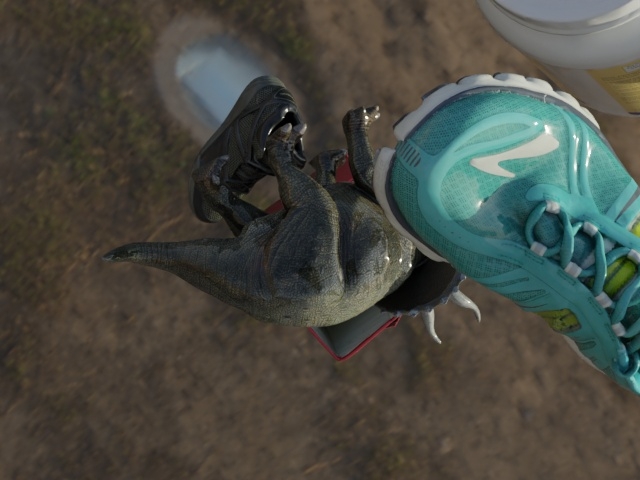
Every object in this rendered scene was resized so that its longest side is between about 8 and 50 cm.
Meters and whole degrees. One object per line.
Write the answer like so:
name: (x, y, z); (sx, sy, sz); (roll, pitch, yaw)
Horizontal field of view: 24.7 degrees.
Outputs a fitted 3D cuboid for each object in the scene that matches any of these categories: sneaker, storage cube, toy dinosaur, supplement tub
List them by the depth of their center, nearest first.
sneaker: (0.142, 0.012, 0.723); (0.275, 0.107, 0.110); (33, 11, -32)
toy dinosaur: (0.000, 0.000, 1.071); (0.313, 0.121, 0.160); (-8, 69, -41)
supplement tub: (0.273, -0.258, 1.354); (0.331, 0.241, 0.241); (17, 49, -66)
storage cube: (0.027, 0.017, 1.981); (0.215, 0.183, 0.193); (50, 4, -16)
sneaker: (-0.099, -0.104, 2.007); (0.087, 0.227, 0.130); (23, 19, -38)
